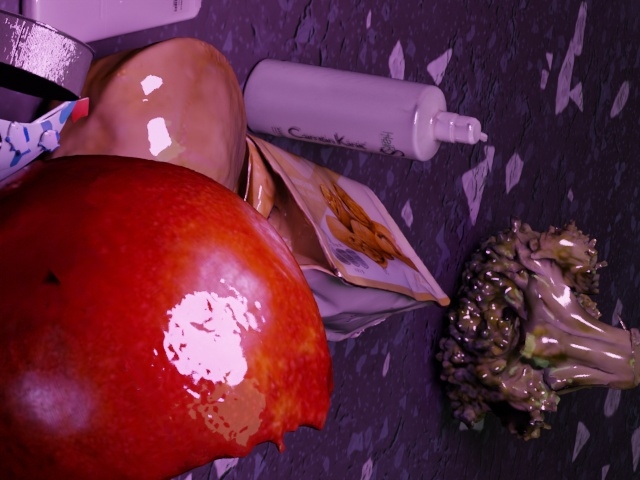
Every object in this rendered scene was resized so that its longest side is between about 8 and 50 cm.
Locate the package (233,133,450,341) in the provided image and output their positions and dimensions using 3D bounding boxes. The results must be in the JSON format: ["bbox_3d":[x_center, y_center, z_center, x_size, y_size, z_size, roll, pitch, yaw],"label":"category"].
[{"bbox_3d":[-0.022,0.024,2.037,0.165,0.221,0.311,-40,159,14],"label":"package"}]

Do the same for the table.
[{"bbox_3d":[-0.256,-0.156,1.487,0.133,0.133,0.043,29,77,-62],"label":"table"}]

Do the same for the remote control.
[{"bbox_3d":[-0.195,-0.226,1.699,0.261,0.029,0.067,-24,122,-55],"label":"remote control"}]

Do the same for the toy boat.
[{"bbox_3d":[-0.271,-0.076,1.561,0.149,0.034,0.105,-30,158,-36],"label":"toy boat"}]

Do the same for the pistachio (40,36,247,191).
[{"bbox_3d":[-0.149,-0.086,1.698,0.213,0.163,0.260,-45,156,9],"label":"pistachio"}]

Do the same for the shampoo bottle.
[{"bbox_3d":[0.047,-0.137,1.938,0.085,0.262,0.085,-35,131,-54],"label":"shampoo bottle"}]

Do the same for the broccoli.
[{"bbox_3d":[0.325,0.155,2.572,0.348,0.281,0.293,50,55,-51],"label":"broccoli"}]

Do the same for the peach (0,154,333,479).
[{"bbox_3d":[-0.199,0.089,1.483,0.335,0.406,0.310,-32,101,-42],"label":"peach"}]
